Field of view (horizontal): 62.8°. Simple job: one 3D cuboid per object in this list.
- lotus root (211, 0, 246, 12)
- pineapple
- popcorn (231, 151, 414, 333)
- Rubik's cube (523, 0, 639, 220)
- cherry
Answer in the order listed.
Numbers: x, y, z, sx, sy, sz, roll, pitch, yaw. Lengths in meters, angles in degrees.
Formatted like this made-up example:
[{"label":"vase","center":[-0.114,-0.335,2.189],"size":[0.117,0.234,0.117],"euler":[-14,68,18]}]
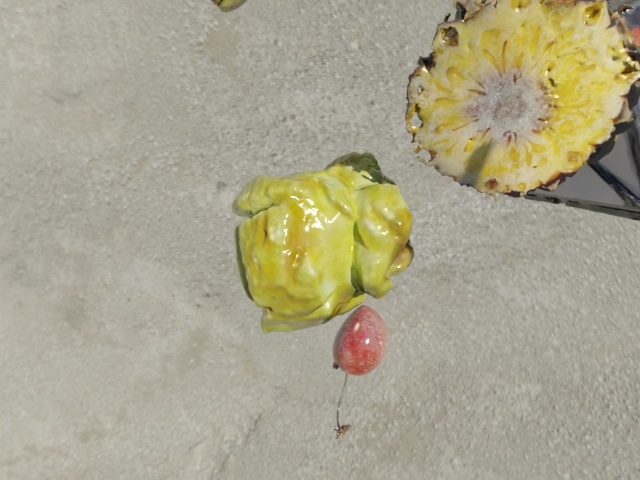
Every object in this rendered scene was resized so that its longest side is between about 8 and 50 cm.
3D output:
[{"label":"lotus root","center":[-0.121,-0.375,0.764],"size":[0.099,0.049,0.054],"euler":[-30,118,27]},{"label":"pineapple","center":[0.225,-0.230,0.652],"size":[0.263,0.271,0.262],"euler":[3,132,3]},{"label":"popcorn","center":[0.006,0.003,0.775],"size":[0.276,0.276,0.225],"euler":[-22,76,23]},{"label":"Rubik's cube","center":[0.461,-0.239,0.805],"size":[0.307,0.310,0.305],"euler":[-31,111,-9]},{"label":"cherry","center":[0.058,0.218,0.903],"size":[0.090,0.107,0.225],"euler":[14,100,1]}]
